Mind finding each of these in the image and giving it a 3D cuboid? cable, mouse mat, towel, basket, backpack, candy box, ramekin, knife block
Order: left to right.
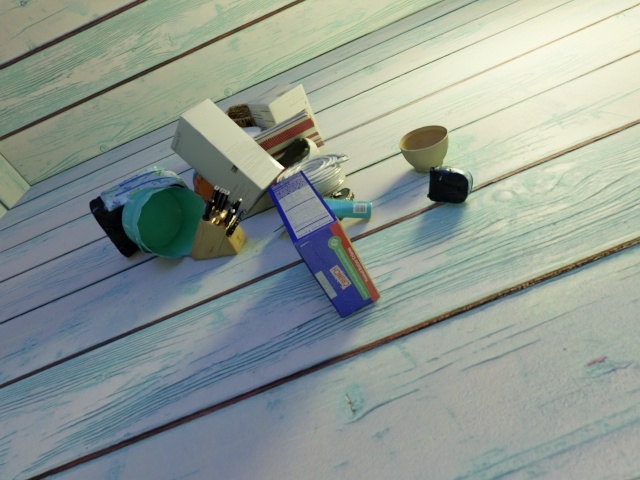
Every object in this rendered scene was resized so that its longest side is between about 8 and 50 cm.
[{"bbox_3d":[-0.712,-0.146,1.683,0.356,0.290,0.273,-26,52,-12],"label":"backpack"},{"bbox_3d":[-0.371,-0.059,1.386,0.276,0.242,0.088,-8,37,24],"label":"knife block"},{"bbox_3d":[-0.379,-0.548,2.052,0.299,0.223,0.213,7,46,37],"label":"basket"},{"bbox_3d":[-0.300,-0.418,1.856,0.109,0.207,0.207,-11,36,5],"label":"ramekin"},{"bbox_3d":[-0.123,-0.408,1.666,0.237,0.329,0.037,-26,78,7],"label":"towel"},{"bbox_3d":[-0.066,-0.099,1.378,0.153,0.007,0.189,-27,15,49],"label":"mouse mat"},{"bbox_3d":[-0.034,-0.238,1.532,0.257,0.089,0.257,-35,28,-20],"label":"cable"},{"bbox_3d":[0.000,0.000,1.056,0.122,0.268,0.317,-30,35,0],"label":"candy box"},{"bbox_3d":[0.379,-0.163,1.181,0.114,0.104,0.084,15,30,31],"label":"backpack"}]

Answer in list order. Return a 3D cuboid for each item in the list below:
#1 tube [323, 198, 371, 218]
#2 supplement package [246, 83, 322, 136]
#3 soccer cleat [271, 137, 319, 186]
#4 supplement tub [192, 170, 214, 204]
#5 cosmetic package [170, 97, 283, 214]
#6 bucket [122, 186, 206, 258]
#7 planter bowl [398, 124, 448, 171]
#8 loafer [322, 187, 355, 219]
[{"bbox_3d":[0.056,-0.100,1.281,0.207,0.052,0.080,4,51,4],"label":"tube"},{"bbox_3d":[-0.162,-0.555,1.888,0.199,0.262,0.198,-40,37,-21],"label":"supplement package"},{"bbox_3d":[-0.147,-0.303,1.705,0.331,0.143,0.115,-29,75,22],"label":"soccer cleat"},{"bbox_3d":[-0.443,-0.295,1.784,0.194,0.193,0.315,-18,36,11],"label":"supplement tub"},{"bbox_3d":[-0.356,-0.312,1.543,0.156,0.385,0.217,-54,7,-36],"label":"cosmetic package"},{"bbox_3d":[-0.580,-0.073,1.519,0.183,0.281,0.281,11,48,43],"label":"bucket"},{"bbox_3d":[0.354,-0.298,1.367,0.162,0.109,0.162,-17,35,12],"label":"planter bowl"},{"bbox_3d":[0.016,-0.100,1.336,0.096,0.084,0.267,15,51,43],"label":"loafer"}]
